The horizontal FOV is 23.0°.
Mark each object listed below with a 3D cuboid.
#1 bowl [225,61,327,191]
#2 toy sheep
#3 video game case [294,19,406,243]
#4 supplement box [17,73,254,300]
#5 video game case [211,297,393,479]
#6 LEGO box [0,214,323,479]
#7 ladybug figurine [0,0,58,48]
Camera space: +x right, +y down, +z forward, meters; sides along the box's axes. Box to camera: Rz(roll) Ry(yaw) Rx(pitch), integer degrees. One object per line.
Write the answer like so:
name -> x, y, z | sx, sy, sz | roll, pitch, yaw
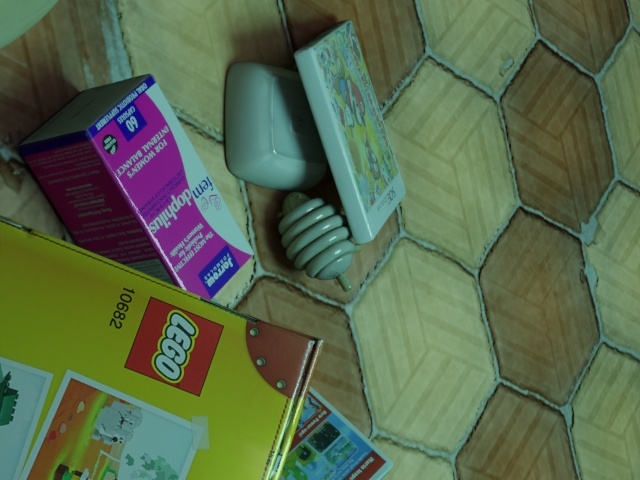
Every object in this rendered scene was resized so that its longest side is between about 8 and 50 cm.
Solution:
bowl -> -0.040, -0.131, 1.781 | 0.142, 0.053, 0.142 | 11, 76, -47
toy sheep -> 0.000, 0.000, 1.775 | 0.091, 0.091, 0.132 | -22, 69, -46
video game case -> 0.039, -0.131, 1.818 | 0.206, 0.026, 0.227 | -51, 124, -69
supplement box -> -0.181, -0.039, 1.571 | 0.111, 0.114, 0.220 | -49, 120, -41
video game case -> -0.089, 0.187, 1.578 | 0.285, 0.025, 0.204 | 42, 46, 11
LEGO box -> -0.258, 0.256, 1.266 | 0.372, 0.193, 0.500 | 23, 63, -8
ladybug figurine -> -0.365, -0.302, 1.376 | 0.449, 0.162, 0.305 | -44, 113, -44
